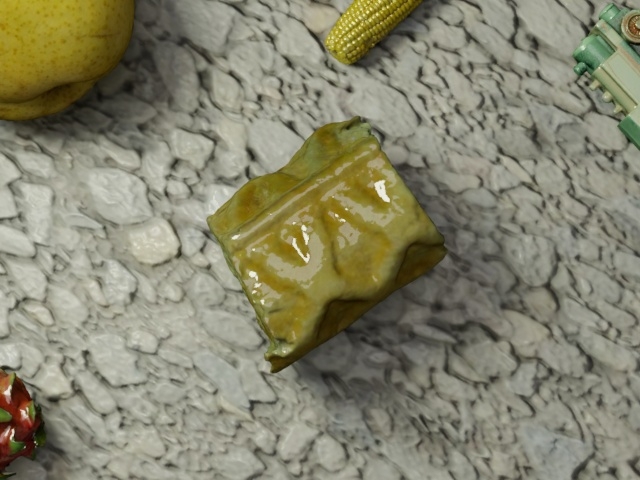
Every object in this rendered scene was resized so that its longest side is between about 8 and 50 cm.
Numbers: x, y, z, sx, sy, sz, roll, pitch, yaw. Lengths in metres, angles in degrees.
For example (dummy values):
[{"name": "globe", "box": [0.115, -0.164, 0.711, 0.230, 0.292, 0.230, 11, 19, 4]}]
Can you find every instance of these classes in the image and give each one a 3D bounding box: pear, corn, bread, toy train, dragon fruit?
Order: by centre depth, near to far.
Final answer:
[{"name": "dragon fruit", "box": [-0.437, 0.196, 1.327, 0.236, 0.137, 0.135, 31, 72, -2]}, {"name": "bread", "box": [-0.002, -0.003, 1.340, 0.252, 0.196, 0.238, -28, 84, -2]}, {"name": "pear", "box": [-0.378, -0.303, 1.355, 0.314, 0.314, 0.314, 0, 79, 0]}, {"name": "toy train", "box": [0.410, -0.210, 1.436, 0.125, 0.081, 0.194, -41, 83, -3]}, {"name": "corn", "box": [0.087, -0.312, 1.461, 0.067, 0.067, 0.206, 42, 83, 8]}]
